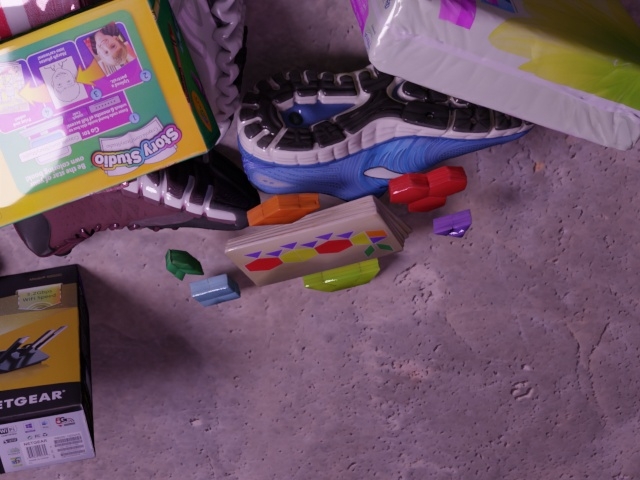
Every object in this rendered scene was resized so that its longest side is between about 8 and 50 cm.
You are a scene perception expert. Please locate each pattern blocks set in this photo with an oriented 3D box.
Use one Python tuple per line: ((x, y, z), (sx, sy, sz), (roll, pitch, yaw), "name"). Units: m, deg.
((0.000, 0.000, 1.942), (0.325, 0.026, 0.285), (-12, 160, 2), "pattern blocks set")

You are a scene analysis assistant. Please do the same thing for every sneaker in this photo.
((-0.131, -0.233, 1.802), (0.118, 0.110, 0.292), (-1, 118, 1), "sneaker")
((0.068, -0.118, 1.912), (0.330, 0.130, 0.147), (-8, 152, -13), "sneaker")
((-0.214, -0.037, 1.934), (0.281, 0.106, 0.162), (19, 126, -9), "sneaker")

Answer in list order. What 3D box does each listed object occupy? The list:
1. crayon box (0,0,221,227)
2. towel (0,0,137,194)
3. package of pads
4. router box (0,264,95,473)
((-0.255, -0.121, 1.744), (0.278, 0.081, 0.165), (-19, 102, 9), "crayon box")
((-0.367, -0.130, 1.810), (0.329, 0.037, 0.237), (-13, 103, 6), "towel")
((0.172, -0.212, 1.780), (0.296, 0.229, 0.101), (17, 118, -19), "package of pads")
((-0.398, 0.150, 1.940), (0.309, 0.243, 0.081), (-10, 126, -3), "router box")
